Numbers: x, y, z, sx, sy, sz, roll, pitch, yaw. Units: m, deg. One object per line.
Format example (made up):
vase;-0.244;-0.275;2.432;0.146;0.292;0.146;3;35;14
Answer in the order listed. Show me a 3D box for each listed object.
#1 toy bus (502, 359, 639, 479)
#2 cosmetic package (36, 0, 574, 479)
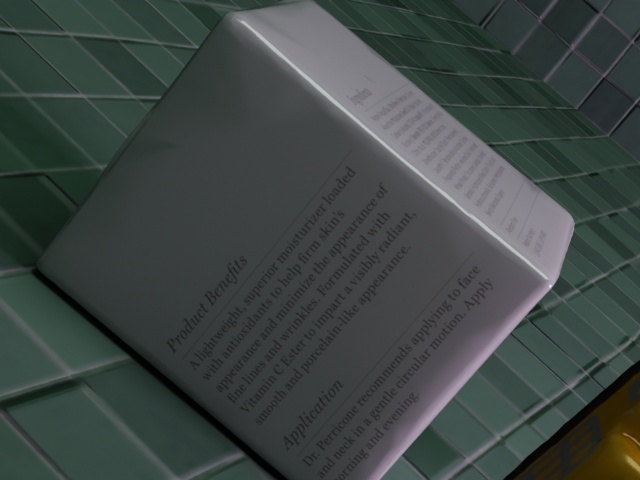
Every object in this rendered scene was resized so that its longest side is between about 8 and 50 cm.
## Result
toy bus;0.178;0.190;0.428;0.332;0.108;0.130;46;14;-2
cosmetic package;0.000;0.000;0.718;0.184;0.151;0.151;41;17;3
